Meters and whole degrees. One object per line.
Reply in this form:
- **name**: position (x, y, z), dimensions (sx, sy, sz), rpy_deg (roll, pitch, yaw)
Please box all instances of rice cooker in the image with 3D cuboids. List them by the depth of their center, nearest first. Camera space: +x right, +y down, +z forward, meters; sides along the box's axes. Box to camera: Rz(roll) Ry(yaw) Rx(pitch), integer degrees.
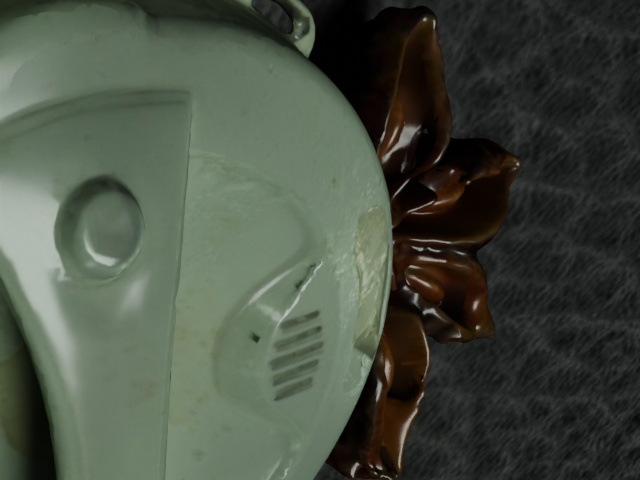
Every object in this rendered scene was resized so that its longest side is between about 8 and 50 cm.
- **rice cooker**: position (-0.140, 0.006, 0.619), dimensions (0.288, 0.277, 0.288), rpy_deg (-25, 137, -26)

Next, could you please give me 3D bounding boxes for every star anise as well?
- **star anise**: position (0.000, 0.000, 0.873), dimensions (0.220, 0.126, 0.190), rpy_deg (-45, 132, -27)
